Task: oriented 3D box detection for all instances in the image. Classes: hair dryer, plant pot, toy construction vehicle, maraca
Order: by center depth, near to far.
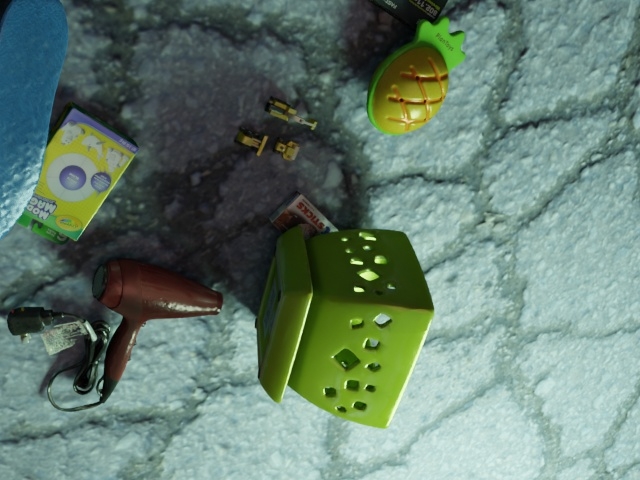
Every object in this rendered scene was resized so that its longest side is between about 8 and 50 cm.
[{"bbox_3d":[-0.062,-0.157,1.115,0.098,0.035,0.086,22,102,-29],"label":"toy construction vehicle"},{"bbox_3d":[0.140,-0.237,1.125,0.127,0.099,0.186,25,106,-43],"label":"maraca"},{"bbox_3d":[-0.287,0.121,1.136,0.293,0.080,0.224,-20,134,-8],"label":"hair dryer"},{"bbox_3d":[0.020,0.115,1.146,0.207,0.227,0.228,9,118,-12],"label":"plant pot"}]

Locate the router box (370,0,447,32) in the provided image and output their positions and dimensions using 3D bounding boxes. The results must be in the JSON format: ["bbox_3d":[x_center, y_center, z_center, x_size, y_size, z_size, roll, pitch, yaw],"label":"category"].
[{"bbox_3d":[0.125,-0.363,1.102,0.122,0.038,0.092,24,102,-30],"label":"router box"}]

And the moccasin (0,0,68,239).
[{"bbox_3d":[-0.396,-0.141,0.937,0.137,0.117,0.342,21,96,-49],"label":"moccasin"}]

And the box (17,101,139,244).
[{"bbox_3d":[-0.336,-0.081,1.028,0.105,0.043,0.179,32,99,-30],"label":"box"}]

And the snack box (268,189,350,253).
[{"bbox_3d":[0.000,0.000,1.217,0.064,0.022,0.178,-45,122,2],"label":"snack box"}]
